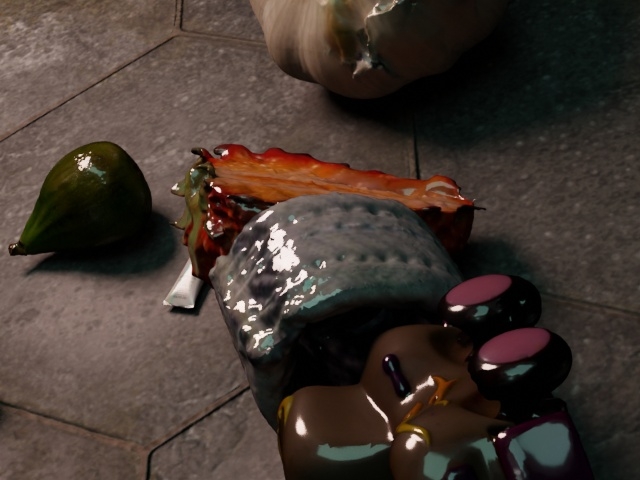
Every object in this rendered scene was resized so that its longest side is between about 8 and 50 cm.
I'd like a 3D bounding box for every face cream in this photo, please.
[{"bbox_3d":[-0.130,0.027,1.762,0.038,0.020,0.115,6,51,26],"label":"face cream"}]

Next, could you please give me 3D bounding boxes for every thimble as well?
[{"bbox_3d":[0.026,0.076,1.491,0.217,0.245,0.157,-52,39,19],"label":"thimble"}]

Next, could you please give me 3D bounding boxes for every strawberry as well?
[{"bbox_3d":[-0.013,-0.005,1.660,0.280,0.150,0.253,1,15,-28],"label":"strawberry"}]

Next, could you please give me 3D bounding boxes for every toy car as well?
[{"bbox_3d":[0.098,0.196,1.292,0.240,0.271,0.340,-19,18,-1],"label":"toy car"}]

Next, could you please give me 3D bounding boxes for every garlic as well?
[{"bbox_3d":[0.058,-0.309,1.860,0.322,0.241,0.322,-4,56,5],"label":"garlic"}]

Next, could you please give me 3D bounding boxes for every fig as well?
[{"bbox_3d":[-0.270,-0.034,1.833,0.177,0.117,0.117,-32,39,23],"label":"fig"}]
